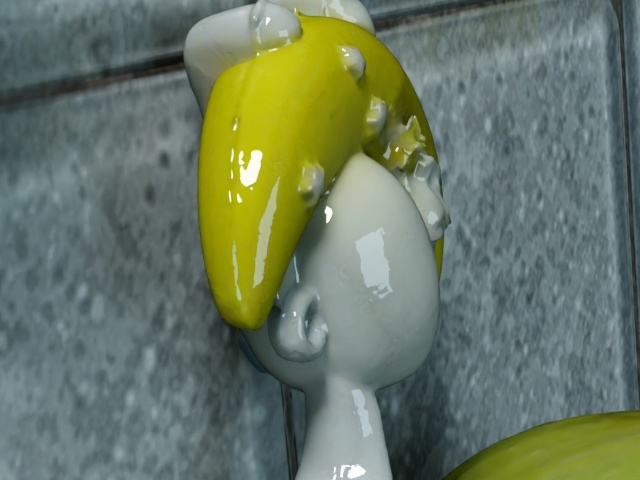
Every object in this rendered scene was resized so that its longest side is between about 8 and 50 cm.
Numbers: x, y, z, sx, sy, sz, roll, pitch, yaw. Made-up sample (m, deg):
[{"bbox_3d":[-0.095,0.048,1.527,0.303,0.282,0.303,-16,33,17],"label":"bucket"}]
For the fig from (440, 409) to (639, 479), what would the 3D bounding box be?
[{"bbox_3d":[0.157,0.204,0.997,0.271,0.239,0.239,-49,151,13],"label":"fig"}]

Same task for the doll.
[{"bbox_3d":[0.000,0.000,0.872,0.237,0.111,0.252,-64,143,-60],"label":"doll"}]
